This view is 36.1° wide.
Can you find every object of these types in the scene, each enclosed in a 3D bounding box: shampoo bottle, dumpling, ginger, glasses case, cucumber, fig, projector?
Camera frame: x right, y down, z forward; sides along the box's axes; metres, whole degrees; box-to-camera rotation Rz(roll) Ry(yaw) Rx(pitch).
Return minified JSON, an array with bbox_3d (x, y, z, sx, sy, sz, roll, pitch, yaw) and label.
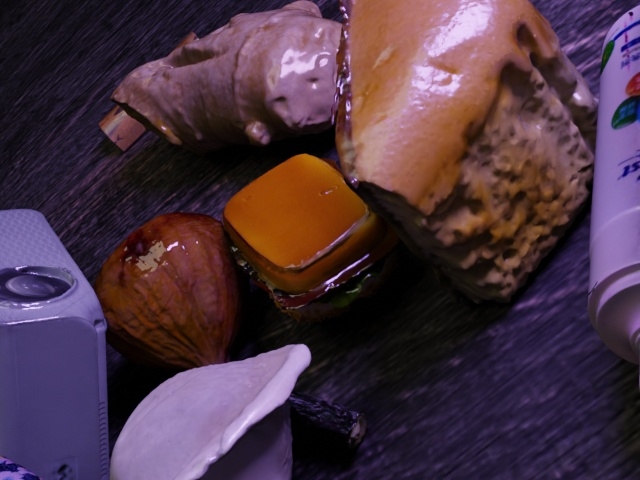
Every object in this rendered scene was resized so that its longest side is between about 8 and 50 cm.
[{"bbox_3d":[0.210,-0.028,0.596,0.092,0.092,0.303,-17,37,34],"label":"shampoo bottle"},{"bbox_3d":[-0.089,0.163,0.683,0.216,0.126,0.166,-25,5,18],"label":"dumpling"},{"bbox_3d":[-0.095,-0.162,1.035,0.354,0.126,0.190,-8,55,39],"label":"ginger"},{"bbox_3d":[-0.211,-0.194,1.258,0.170,0.041,0.064,-44,35,3],"label":"glasses case"},{"bbox_3d":[-0.013,0.132,0.740,0.135,0.034,0.033,5,64,48],"label":"cucumber"},{"bbox_3d":[-0.105,0.075,0.840,0.201,0.134,0.146,53,129,33],"label":"fig"},{"bbox_3d":[-0.266,0.102,0.880,0.108,0.198,0.250,-8,24,-25],"label":"projector"}]

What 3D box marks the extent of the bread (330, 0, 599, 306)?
[{"bbox_3d":[0.105,-0.105,0.713,0.162,0.204,0.262,-27,42,29],"label":"bread"}]

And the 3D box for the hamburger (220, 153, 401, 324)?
[{"bbox_3d":[0.000,0.000,0.807,0.137,0.087,0.166,-32,38,-6],"label":"hamburger"}]

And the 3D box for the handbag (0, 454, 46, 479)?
[{"bbox_3d":[-0.244,0.255,0.714,0.228,0.208,0.127,5,22,39],"label":"handbag"}]
